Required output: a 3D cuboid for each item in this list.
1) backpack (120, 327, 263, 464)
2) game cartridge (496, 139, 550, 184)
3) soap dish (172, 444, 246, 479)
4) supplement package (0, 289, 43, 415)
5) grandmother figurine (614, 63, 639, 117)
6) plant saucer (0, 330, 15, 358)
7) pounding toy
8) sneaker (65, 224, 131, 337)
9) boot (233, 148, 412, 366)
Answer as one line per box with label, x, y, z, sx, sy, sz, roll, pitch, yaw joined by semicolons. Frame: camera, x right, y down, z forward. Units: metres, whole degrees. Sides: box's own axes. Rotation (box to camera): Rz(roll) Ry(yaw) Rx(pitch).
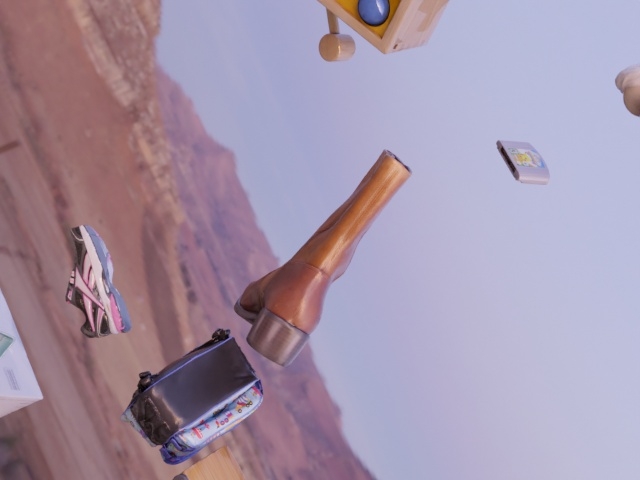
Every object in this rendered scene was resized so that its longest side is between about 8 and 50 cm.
backpack;-0.171;0.212;1.359;0.117;0.158;0.173;55;-35;7
game cartridge;0.278;-0.107;1.438;0.083;0.056;0.017;-110;-146;-44
soap dish;-0.137;0.416;1.202;0.118;0.229;0.290;25;27;-56
supplement package;-0.547;0.170;1.566;0.262;0.145;0.204;78;-12;-80
grandmother figurine;0.546;-0.152;1.655;0.207;0.104;0.342;62;14;-51
plant saucer;-0.384;0.083;1.012;0.018;0.067;0.192;38;0;41
pounding toy;0.038;-0.280;1.175;0.181;0.094;0.206;43;-53;21
sneaker;-0.346;0.062;1.562;0.072;0.077;0.178;62;8;-78
boot;0.000;0.000;1.312;0.096;0.280;0.264;32;3;-2
